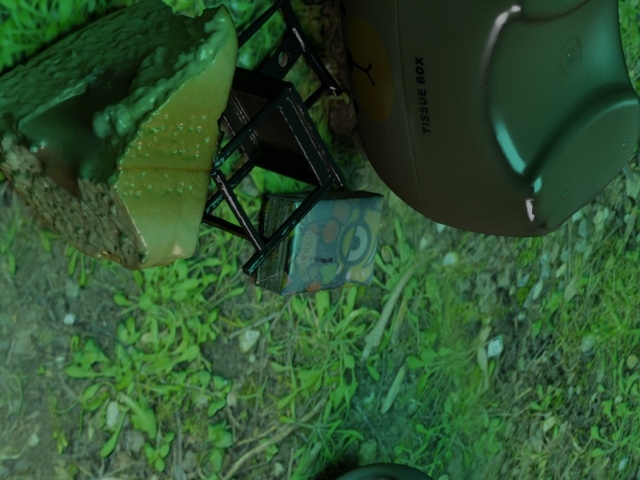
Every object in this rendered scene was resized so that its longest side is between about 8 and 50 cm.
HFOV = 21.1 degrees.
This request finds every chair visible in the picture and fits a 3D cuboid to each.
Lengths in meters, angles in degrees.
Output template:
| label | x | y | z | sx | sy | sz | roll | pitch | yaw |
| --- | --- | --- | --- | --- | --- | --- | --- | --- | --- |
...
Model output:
| label | x | y | z | sx | sy | sz | roll | pitch | yaw |
| --- | --- | --- | --- | --- | --- | --- | --- | --- | --- |
| chair | -0.056 | -0.114 | 1.753 | 0.260 | 0.141 | 0.154 | -48 | 133 | -20 |

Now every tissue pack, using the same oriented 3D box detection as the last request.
| label | x | y | z | sx | sy | sz | roll | pitch | yaw |
| --- | --- | --- | --- | --- | --- | --- | --- | --- | --- |
| tissue pack | 0.169 | -0.214 | 1.796 | 0.267 | 0.277 | 0.387 | -35 | 131 | -35 |
| tissue pack | 0.000 | 0.000 | 1.904 | 0.148 | 0.060 | 0.109 | -4 | 105 | -47 |

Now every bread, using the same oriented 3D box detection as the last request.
| label | x | y | z | sx | sy | sz | roll | pitch | yaw |
| --- | --- | --- | --- | --- | --- | --- | --- | --- | --- |
| bread | -0.168 | -0.087 | 1.605 | 0.224 | 0.183 | 0.211 | -43 | 132 | -25 |

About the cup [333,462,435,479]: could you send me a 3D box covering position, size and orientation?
| label | x | y | z | sx | sy | sz | roll | pitch | yaw |
| --- | --- | --- | --- | --- | --- | --- | --- | --- | --- |
| cup | 0.113 | 0.412 | 2.061 | 0.205 | 0.205 | 0.312 | -52 | 134 | -21 |
